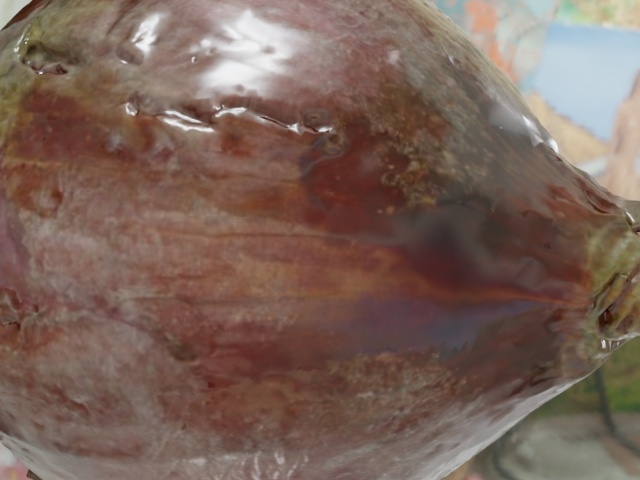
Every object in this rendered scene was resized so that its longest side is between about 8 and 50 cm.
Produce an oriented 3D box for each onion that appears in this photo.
[{"bbox_3d":[0.000,0.000,0.372,0.195,0.159,0.159,6,16,30],"label":"onion"}]
